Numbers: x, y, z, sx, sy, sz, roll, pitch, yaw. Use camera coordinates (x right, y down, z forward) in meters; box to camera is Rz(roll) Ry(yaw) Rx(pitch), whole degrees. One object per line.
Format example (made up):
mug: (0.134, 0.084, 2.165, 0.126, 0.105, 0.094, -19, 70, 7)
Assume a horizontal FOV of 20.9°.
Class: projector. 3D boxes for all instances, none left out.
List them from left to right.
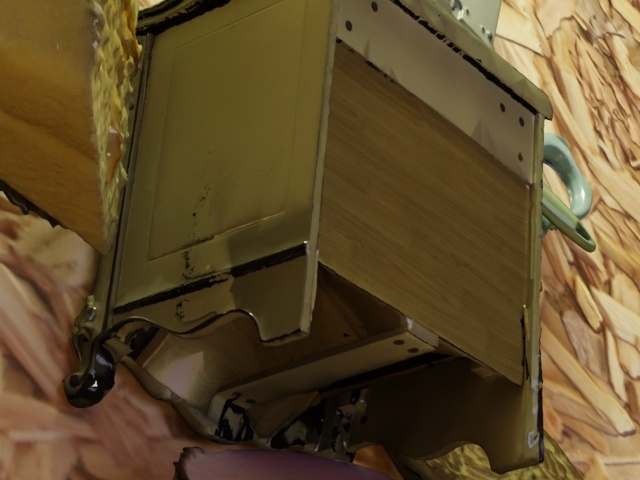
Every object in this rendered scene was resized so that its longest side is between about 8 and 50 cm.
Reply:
projector: (0.113, -0.245, 1.681, 0.147, 0.061, 0.115, 43, 44, -31)

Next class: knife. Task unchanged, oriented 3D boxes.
knife: (0.159, -0.086, 1.643, 0.293, 0.020, 0.043, 44, 39, -10)

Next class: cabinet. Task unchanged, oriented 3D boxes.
cabinet: (0.000, 0.000, 1.271, 0.290, 0.227, 0.318, 32, 52, -42)

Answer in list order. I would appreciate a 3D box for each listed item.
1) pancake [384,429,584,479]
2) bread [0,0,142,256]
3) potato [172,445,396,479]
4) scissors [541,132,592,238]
pancake: (0.136, 0.184, 1.429, 0.250, 0.031, 0.250, 33, 24, -17)
bread: (-0.281, -0.238, 1.153, 0.405, 0.242, 0.345, 16, 61, -2)
potato: (-0.014, 0.296, 1.131, 0.229, 0.229, 0.266, 6, 101, -52)
scissors: (0.185, -0.003, 1.650, 0.191, 0.029, 0.360, 37, 42, -24)
